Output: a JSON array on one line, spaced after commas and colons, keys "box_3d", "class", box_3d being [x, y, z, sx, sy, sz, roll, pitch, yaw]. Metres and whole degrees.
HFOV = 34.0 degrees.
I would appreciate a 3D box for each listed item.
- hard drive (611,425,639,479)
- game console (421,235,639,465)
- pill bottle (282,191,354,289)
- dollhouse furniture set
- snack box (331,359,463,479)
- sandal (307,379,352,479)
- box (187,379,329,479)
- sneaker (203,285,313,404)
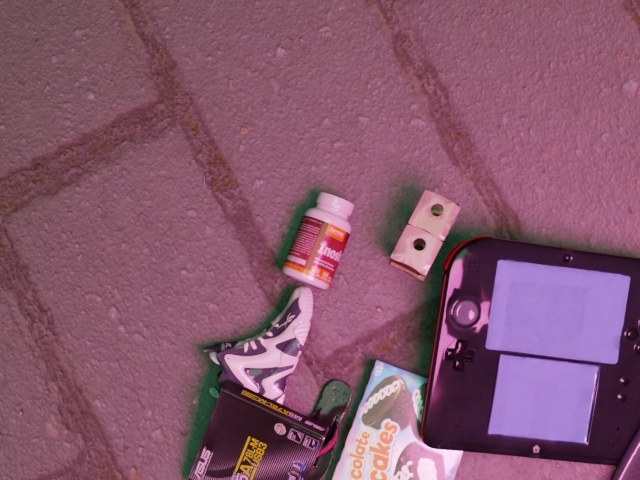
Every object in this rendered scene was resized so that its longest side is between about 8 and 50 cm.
[{"box_3d": [0.568, 0.362, 1.679, 0.172, 0.054, 0.255, 30, 90, -10], "class": "hard drive"}, {"box_3d": [0.362, 0.179, 1.671, 0.386, 0.060, 0.342, 8, 88, -12], "class": "game console"}, {"box_3d": [0.000, 0.000, 1.754, 0.086, 0.086, 0.152, 21, 86, 5], "class": "pill bottle"}, {"box_3d": [0.225, 0.020, 1.718, 0.183, 0.129, 0.129, 27, 86, 7], "class": "dollhouse furniture set"}, {"box_3d": [0.122, 0.378, 1.719, 0.187, 0.060, 0.322, 20, 85, 5], "class": "snack box"}, {"box_3d": [0.001, 0.317, 1.742, 0.067, 0.040, 0.179, 20, 85, 5], "class": "sandal"}, {"box_3d": [-0.103, 0.346, 1.705, 0.184, 0.045, 0.191, 24, 113, 3], "class": "box"}, {"box_3d": [-0.110, 0.172, 1.737, 0.153, 0.094, 0.235, 19, 95, -4], "class": "sneaker"}]
